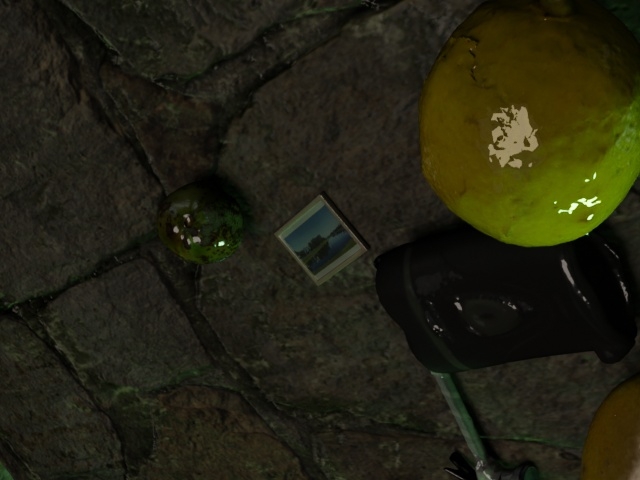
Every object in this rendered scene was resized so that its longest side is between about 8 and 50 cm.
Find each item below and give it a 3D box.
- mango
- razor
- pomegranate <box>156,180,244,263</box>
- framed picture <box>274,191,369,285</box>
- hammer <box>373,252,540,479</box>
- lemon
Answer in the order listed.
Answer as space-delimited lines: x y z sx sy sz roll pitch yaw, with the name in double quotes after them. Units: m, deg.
0.450 0.331 1.461 0.253 0.182 0.365 -7 107 29 "mango"
0.236 0.073 1.513 0.349 0.113 0.204 -12 114 45 "razor"
-0.188 -0.012 1.832 0.138 0.125 0.163 18 135 15 "pomegranate"
0.000 0.000 1.757 0.109 0.011 0.149 49 142 -1 "framed picture"
0.188 0.201 1.728 0.152 0.044 0.427 -5 117 46 "hammer"
0.228 -0.126 1.253 0.260 0.260 0.284 43 140 6 "lemon"
